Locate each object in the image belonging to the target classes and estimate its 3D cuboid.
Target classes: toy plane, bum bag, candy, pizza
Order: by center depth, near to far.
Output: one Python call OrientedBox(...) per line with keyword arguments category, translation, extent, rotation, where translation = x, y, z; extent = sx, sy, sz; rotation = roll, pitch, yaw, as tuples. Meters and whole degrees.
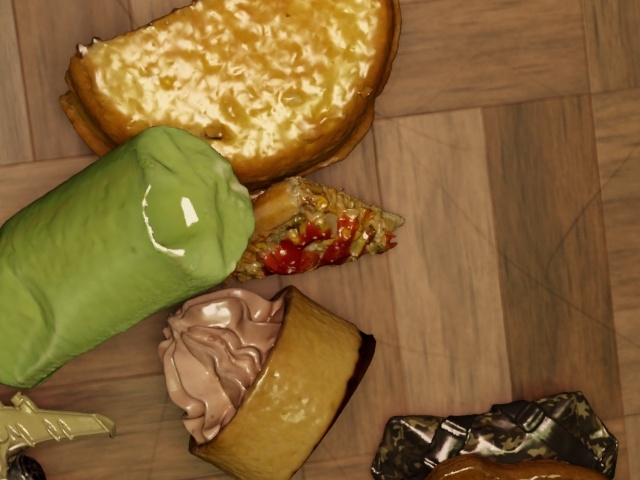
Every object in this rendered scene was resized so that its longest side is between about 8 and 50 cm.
OrientedBox(category="candy", translation=(-0.202, 0.020, 1.405), extent=(0.142, 0.343, 0.132), rotation=(35, 48, -24))
OrientedBox(category="toy plane", translation=(-0.322, 0.209, 1.502), extent=(0.242, 0.104, 0.256), rotation=(-39, 112, 17))
OrientedBox(category="pizza", translation=(0.000, 0.000, 1.509), extent=(0.199, 0.188, 0.062), rotation=(-3, 68, -28))
OrientedBox(category="bum bag", translation=(0.173, 0.210, 1.575), extent=(0.248, 0.069, 0.102), rotation=(-9, 91, -4))

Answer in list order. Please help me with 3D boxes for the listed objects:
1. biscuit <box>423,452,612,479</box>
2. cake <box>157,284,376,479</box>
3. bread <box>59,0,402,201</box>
OrientedBox(category="biscuit", translation=(0.189, 0.340, 1.565), extent=(0.257, 0.049, 0.272), rotation=(7, 106, -9))
OrientedBox(category="cake", translation=(-0.070, 0.121, 1.488), extent=(0.178, 0.207, 0.185), rotation=(36, 108, -2))
OrientedBox(category="bread", translation=(-0.057, -0.139, 1.453), extent=(0.340, 0.194, 0.179), rotation=(-24, 86, -7))
